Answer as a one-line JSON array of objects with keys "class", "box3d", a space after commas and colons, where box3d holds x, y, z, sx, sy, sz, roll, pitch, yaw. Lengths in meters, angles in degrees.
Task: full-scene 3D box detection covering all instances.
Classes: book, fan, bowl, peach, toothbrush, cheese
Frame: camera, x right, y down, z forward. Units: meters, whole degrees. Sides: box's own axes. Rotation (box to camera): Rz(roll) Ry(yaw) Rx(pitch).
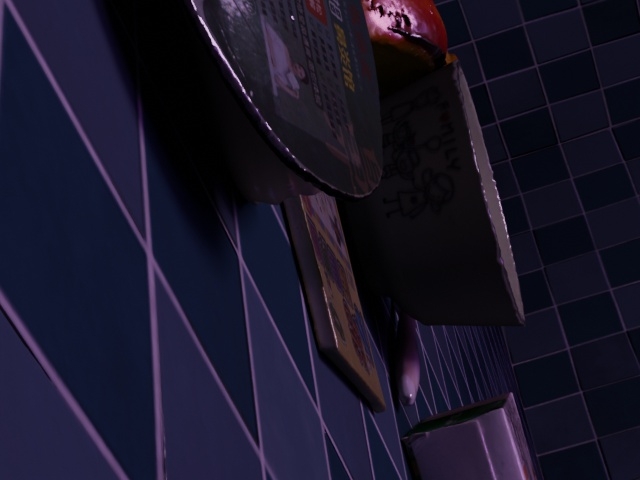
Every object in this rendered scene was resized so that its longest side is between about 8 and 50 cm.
[{"class": "book", "box3d": [0.000, 0.000, 1.016, 0.168, 0.013, 0.192, 55, 19, -68]}, {"class": "fan", "box3d": [-0.042, -0.157, 0.712, 0.294, 0.012, 0.223, 54, 28, -34]}, {"class": "bowl", "box3d": [0.081, -0.025, 1.257, 0.211, 0.112, 0.211, -13, 90, -83]}, {"class": "peach", "box3d": [0.021, -0.167, 1.263, 0.172, 0.127, 0.092, 19, 58, -49]}, {"class": "toothbrush", "box3d": [0.074, 0.071, 1.326, 0.307, 0.030, 0.025, -82, 161, -73]}, {"class": "cheese", "box3d": [-0.041, -0.131, 0.813, 0.137, 0.064, 0.227, -55, 129, -85]}]

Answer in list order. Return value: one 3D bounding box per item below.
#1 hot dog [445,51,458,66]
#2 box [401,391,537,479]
[{"class": "hot dog", "box3d": [0.037, -0.251, 1.509, 0.175, 0.114, 0.259, -59, 129, -74]}, {"class": "box", "box3d": [0.125, 0.193, 1.236, 0.199, 0.081, 0.135, 12, 62, -80]}]
